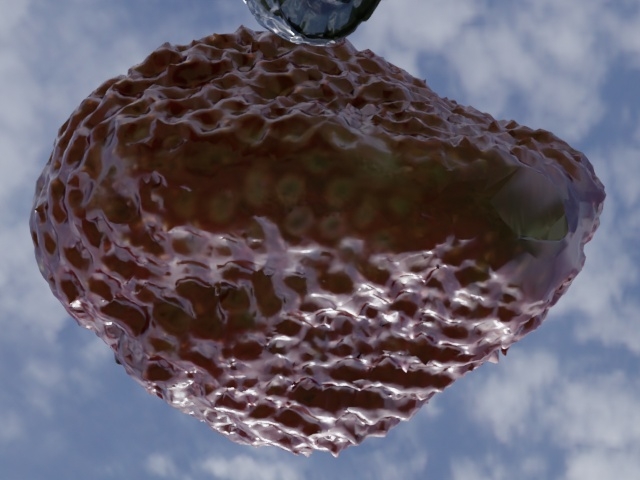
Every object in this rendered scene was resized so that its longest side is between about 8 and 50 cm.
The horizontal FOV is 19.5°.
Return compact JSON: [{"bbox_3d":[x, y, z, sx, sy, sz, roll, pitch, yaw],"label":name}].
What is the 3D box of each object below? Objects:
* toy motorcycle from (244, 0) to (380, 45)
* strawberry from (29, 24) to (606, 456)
[{"bbox_3d":[0.021,-0.151,0.541,0.074,0.106,0.190,26,-97,38],"label":"toy motorcycle"},{"bbox_3d":[0.000,0.000,1.132,0.351,0.312,0.267,0,-94,47],"label":"strawberry"}]
